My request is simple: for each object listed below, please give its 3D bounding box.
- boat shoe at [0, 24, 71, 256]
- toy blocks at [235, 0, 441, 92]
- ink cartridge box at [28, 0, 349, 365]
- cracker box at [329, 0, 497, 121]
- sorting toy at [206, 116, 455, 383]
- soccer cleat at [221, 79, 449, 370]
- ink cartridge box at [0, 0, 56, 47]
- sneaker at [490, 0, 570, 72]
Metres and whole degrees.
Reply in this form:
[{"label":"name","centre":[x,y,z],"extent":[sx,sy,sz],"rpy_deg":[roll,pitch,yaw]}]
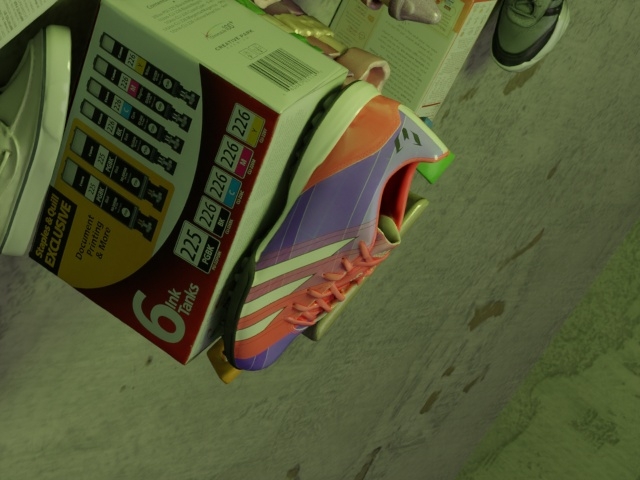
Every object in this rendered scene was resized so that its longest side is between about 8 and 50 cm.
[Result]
[{"label":"boat shoe","centre":[-0.298,-0.095,1.606],"extent":[0.088,0.096,0.267],"rpy_deg":[9,135,-18]},{"label":"toy blocks","centre":[-0.028,-0.160,1.775],"extent":[0.288,0.260,0.309],"rpy_deg":[-12,137,-57]},{"label":"ink cartridge box","centre":[-0.159,-0.087,1.615],"extent":[0.130,0.272,0.309],"rpy_deg":[-37,155,-51]},{"label":"cracker box","centre":[0.089,-0.231,2.020],"extent":[0.067,0.155,0.232],"rpy_deg":[-16,140,-54]},{"label":"sorting toy","centre":[0.000,0.000,1.730],"extent":[0.047,0.196,0.348],"rpy_deg":[43,82,-30]},{"label":"soccer cleat","centre":[0.007,0.010,1.577],"extent":[0.108,0.116,0.318],"rpy_deg":[-30,150,-62]},{"label":"ink cartridge box","centre":[-0.244,-0.287,1.443],"extent":[0.311,0.065,0.186],"rpy_deg":[-46,155,-18]},{"label":"sneaker","centre":[0.288,-0.357,2.274],"extent":[0.268,0.101,0.153],"rpy_deg":[-62,155,11]}]
